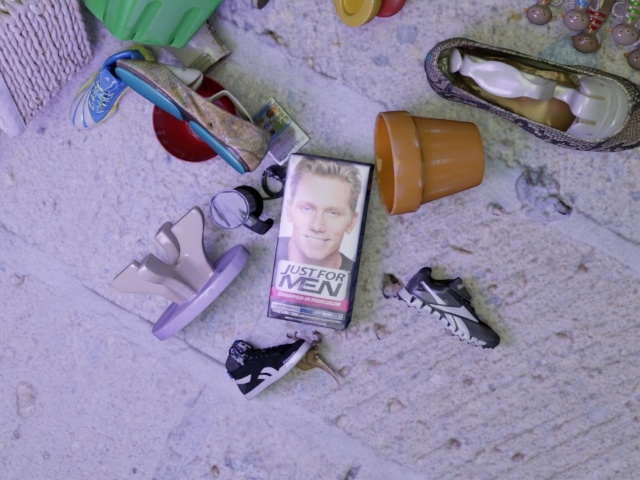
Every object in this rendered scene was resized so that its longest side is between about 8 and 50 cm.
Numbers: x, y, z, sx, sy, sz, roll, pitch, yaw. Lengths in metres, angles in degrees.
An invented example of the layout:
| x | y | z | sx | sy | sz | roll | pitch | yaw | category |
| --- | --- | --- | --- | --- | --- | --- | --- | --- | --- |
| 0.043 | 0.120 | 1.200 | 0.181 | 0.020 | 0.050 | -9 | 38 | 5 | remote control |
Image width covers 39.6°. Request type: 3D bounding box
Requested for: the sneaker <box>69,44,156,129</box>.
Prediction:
| x | y | z | sx | sy | sz | roll | pitch | yaw | category |
| --- | --- | --- | --- | --- | --- | --- | --- | --- | --- |
| -0.458 | -0.327 | 1.874 | 0.240 | 0.126 | 0.091 | -43 | 89 | 11 | sneaker |

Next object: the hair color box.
| x | y | z | sx | sy | sz | roll | pitch | yaw | category |
| --- | --- | --- | --- | --- | --- | --- | --- | --- | --- |
| 0.000 | 0.000 | 1.854 | 0.174 | 0.105 | 0.347 | 9 | 98 | 8 | hair color box |

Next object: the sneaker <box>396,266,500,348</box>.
| x | y | z | sx | sy | sz | roll | pitch | yaw | category |
| --- | --- | --- | --- | --- | --- | --- | --- | --- | --- |
| 0.281 | 0.134 | 1.839 | 0.234 | 0.078 | 0.106 | 32 | 103 | 6 | sneaker |

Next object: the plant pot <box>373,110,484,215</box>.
| x | y | z | sx | sy | sz | roll | pitch | yaw | category |
| --- | --- | --- | --- | --- | --- | --- | --- | --- | --- |
| 0.217 | -0.161 | 1.764 | 0.188 | 0.205 | 0.205 | -6 | 96 | -6 | plant pot |

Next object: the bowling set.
| x | y | z | sx | sy | sz | roll | pitch | yaw | category |
| --- | --- | --- | --- | --- | --- | --- | --- | --- | --- |
| 0.527 | -0.432 | 1.673 | 0.287 | 0.200 | 0.154 | 19 | 101 | 10 | bowling set |

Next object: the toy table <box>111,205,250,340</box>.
| x | y | z | sx | sy | sz | roll | pitch | yaw | category |
| --- | --- | --- | --- | --- | --- | --- | --- | --- | --- |
| -0.297 | 0.066 | 1.853 | 0.274 | 0.252 | 0.161 | -44 | 105 | 5 | toy table |

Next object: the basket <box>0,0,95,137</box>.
| x | y | z | sx | sy | sz | roll | pitch | yaw | category |
| --- | --- | --- | --- | --- | --- | --- | --- | --- | --- |
| -0.662 | -0.445 | 1.739 | 0.328 | 0.331 | 0.266 | 37 | 72 | 11 | basket |

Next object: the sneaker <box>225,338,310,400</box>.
| x | y | z | sx | sy | sz | roll | pitch | yaw | category |
| --- | --- | --- | --- | --- | --- | --- | --- | --- | --- |
| -0.128 | 0.246 | 1.892 | 0.121 | 0.079 | 0.217 | 48 | 122 | -1 | sneaker |

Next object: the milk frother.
| x | y | z | sx | sy | sz | roll | pitch | yaw | category |
| --- | --- | --- | --- | --- | --- | --- | --- | --- | --- |
| -0.145 | -0.092 | 1.850 | 0.129 | 0.135 | 0.143 | 17 | 99 | 6 | milk frother |

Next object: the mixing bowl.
| x | y | z | sx | sy | sz | roll | pitch | yaw | category |
| --- | --- | --- | --- | --- | --- | --- | --- | --- | --- |
| -0.251 | -0.254 | 1.865 | 0.181 | 0.098 | 0.181 | 1 | 97 | 10 | mixing bowl |

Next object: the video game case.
| x | y | z | sx | sy | sz | roll | pitch | yaw | category |
| --- | --- | --- | --- | --- | --- | --- | --- | --- | --- |
| -0.093 | -0.231 | 1.887 | 0.087 | 0.011 | 0.122 | -42 | 89 | 12 | video game case |

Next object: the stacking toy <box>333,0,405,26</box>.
| x | y | z | sx | sy | sz | roll | pitch | yaw | category |
| --- | --- | --- | --- | --- | --- | --- | --- | --- | --- |
| 0.106 | -0.606 | 1.731 | 0.279 | 0.130 | 0.309 | 56 | 139 | 25 | stacking toy |

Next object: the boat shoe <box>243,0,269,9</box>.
| x | y | z | sx | sy | sz | roll | pitch | yaw | category |
| --- | --- | --- | --- | --- | --- | --- | --- | --- | --- |
| -0.118 | -0.620 | 1.798 | 0.103 | 0.113 | 0.302 | 16 | 89 | 8 | boat shoe |

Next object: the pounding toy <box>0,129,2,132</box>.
| x | y | z | sx | sy | sz | roll | pitch | yaw | category |
| --- | --- | --- | --- | --- | --- | --- | --- | --- | --- |
| -0.742 | -0.267 | 1.944 | 0.181 | 0.094 | 0.206 | -5 | 96 | 10 | pounding toy |

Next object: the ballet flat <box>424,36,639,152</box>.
| x | y | z | sx | sy | sz | roll | pitch | yaw | category |
| --- | --- | --- | --- | --- | --- | --- | --- | --- | --- |
| 0.429 | -0.278 | 1.710 | 0.483 | 0.182 | 0.164 | 18 | 99 | 6 | ballet flat |

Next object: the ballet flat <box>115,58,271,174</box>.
| x | y | z | sx | sy | sz | roll | pitch | yaw | category |
| --- | --- | --- | --- | --- | --- | --- | --- | --- | --- |
| -0.243 | -0.272 | 1.764 | 0.348 | 0.123 | 0.123 | 38 | 101 | 3 | ballet flat |

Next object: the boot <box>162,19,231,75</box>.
| x | y | z | sx | sy | sz | roll | pitch | yaw | category |
| --- | --- | --- | --- | --- | --- | --- | --- | --- | --- |
| -0.238 | -0.454 | 1.850 | 0.213 | 0.077 | 0.165 | -44 | 90 | 13 | boot |

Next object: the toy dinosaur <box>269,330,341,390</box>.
| x | y | z | sx | sy | sz | roll | pitch | yaw | category |
| --- | --- | --- | --- | --- | --- | --- | --- | --- | --- |
| -0.021 | 0.247 | 1.924 | 0.183 | 0.053 | 0.092 | 23 | 115 | 13 | toy dinosaur |

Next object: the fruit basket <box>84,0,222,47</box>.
| x | y | z | sx | sy | sz | roll | pitch | yaw | category |
| --- | --- | --- | --- | --- | --- | --- | --- | --- | --- |
| -0.316 | -0.604 | 1.711 | 0.392 | 0.283 | 0.392 | 4 | 96 | 42 | fruit basket |
